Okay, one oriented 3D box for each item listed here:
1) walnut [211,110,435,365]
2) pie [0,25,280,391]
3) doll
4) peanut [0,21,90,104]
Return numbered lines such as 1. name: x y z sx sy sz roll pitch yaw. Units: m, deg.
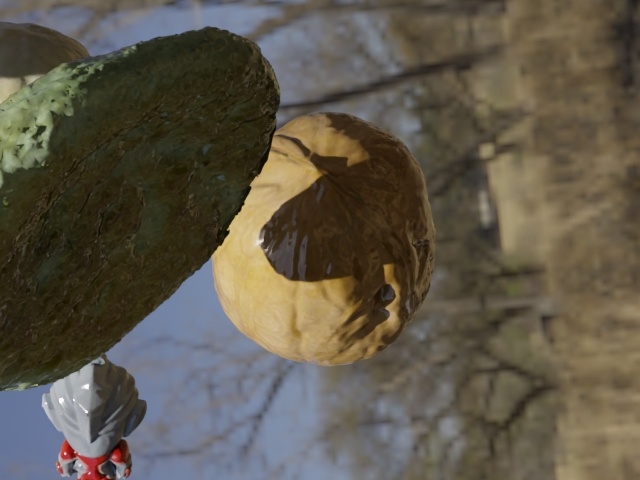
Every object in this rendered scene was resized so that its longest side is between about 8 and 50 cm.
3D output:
1. walnut: 0.000 0.000 1.523 0.226 0.193 0.193 68 -163 -62
2. pie: -0.148 -0.019 1.212 0.070 0.323 0.323 45 172 20
3. doll: -0.203 0.167 1.695 0.079 0.094 0.180 -85 -1 -56
4. peanut: -0.247 -0.084 1.556 0.313 0.152 0.152 108 160 -65
